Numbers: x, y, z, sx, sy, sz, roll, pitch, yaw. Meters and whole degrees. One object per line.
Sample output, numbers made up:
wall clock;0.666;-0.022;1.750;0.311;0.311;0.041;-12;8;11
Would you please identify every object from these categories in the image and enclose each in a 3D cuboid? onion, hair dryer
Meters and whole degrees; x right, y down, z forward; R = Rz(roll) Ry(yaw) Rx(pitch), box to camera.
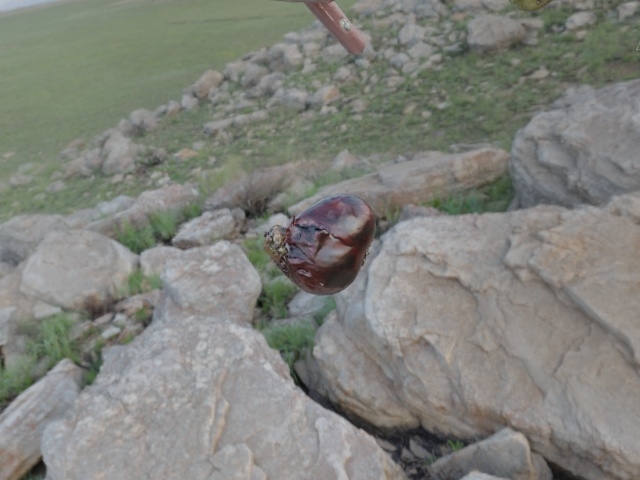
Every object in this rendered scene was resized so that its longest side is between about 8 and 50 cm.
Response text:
onion;0.018;0.006;1.425;0.280;0.281;0.221;-14;38;0
hair dryer;0.023;-0.546;1.347;0.210;0.352;0.125;26;86;43

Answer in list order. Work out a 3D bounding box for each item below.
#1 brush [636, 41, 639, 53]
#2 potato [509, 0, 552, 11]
brush;0.621;-0.362;0.929;0.047;0.103;0.233;24;4;-10
potato;0.420;-0.558;1.194;0.157;0.157;0.194;-11;65;6
